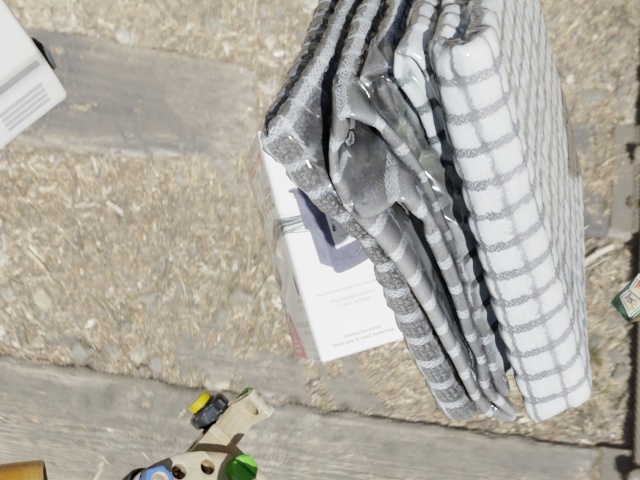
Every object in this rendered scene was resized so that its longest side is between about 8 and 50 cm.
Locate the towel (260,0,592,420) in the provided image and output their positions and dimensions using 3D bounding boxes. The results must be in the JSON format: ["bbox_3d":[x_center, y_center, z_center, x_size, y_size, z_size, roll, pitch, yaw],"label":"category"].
[{"bbox_3d":[0.082,-0.058,0.535,0.121,0.235,0.284,-12,34,22],"label":"towel"}]

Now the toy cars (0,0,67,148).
[{"bbox_3d":[-0.264,-0.258,0.686,0.176,0.087,0.394,-4,109,-38],"label":"toy cars"}]

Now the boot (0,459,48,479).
[{"bbox_3d":[-0.317,0.197,0.664,0.211,0.104,0.295,-17,63,-18],"label":"boot"}]

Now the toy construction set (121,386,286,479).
[{"bbox_3d":[-0.115,0.343,1.169,0.257,0.309,0.237,23,43,8],"label":"toy construction set"}]

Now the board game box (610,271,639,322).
[{"bbox_3d":[0.355,-0.028,0.692,0.136,0.260,0.030,-2,50,-32],"label":"board game box"}]

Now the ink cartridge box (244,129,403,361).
[{"bbox_3d":[0.000,0.000,0.931,0.100,0.172,0.237,-15,86,-11],"label":"ink cartridge box"}]
